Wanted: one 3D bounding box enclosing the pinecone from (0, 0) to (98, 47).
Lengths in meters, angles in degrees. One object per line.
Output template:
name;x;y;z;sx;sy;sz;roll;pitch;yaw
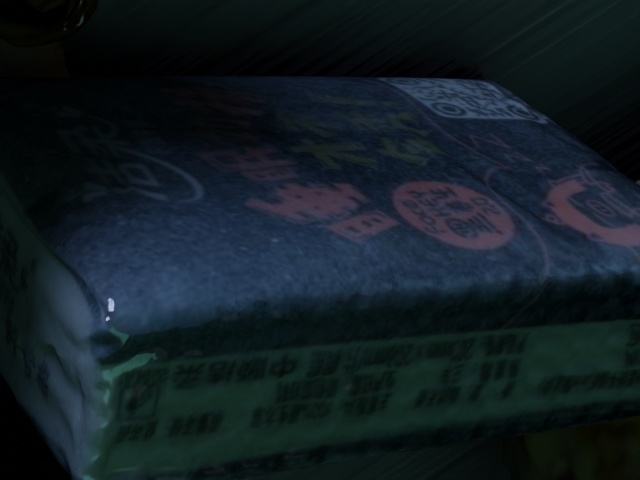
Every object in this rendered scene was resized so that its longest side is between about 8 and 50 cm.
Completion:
pinecone;-0.170;-0.171;0.606;0.257;0.243;0.243;-28;135;-42

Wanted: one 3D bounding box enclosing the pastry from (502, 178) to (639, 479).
pastry;0.293;0.123;0.907;0.389;0.312;0.388;-12;125;-17

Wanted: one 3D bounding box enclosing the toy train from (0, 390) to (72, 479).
toy train;-0.232;0.208;0.872;0.429;0.178;0.249;1;112;-20

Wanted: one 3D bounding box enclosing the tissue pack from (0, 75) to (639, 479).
tissue pack;0.000;0.000;0.747;0.316;0.228;0.103;-3;119;-29

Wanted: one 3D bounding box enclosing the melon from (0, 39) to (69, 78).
melon;-0.156;-0.054;0.808;0.098;0.054;0.182;-26;128;-20
